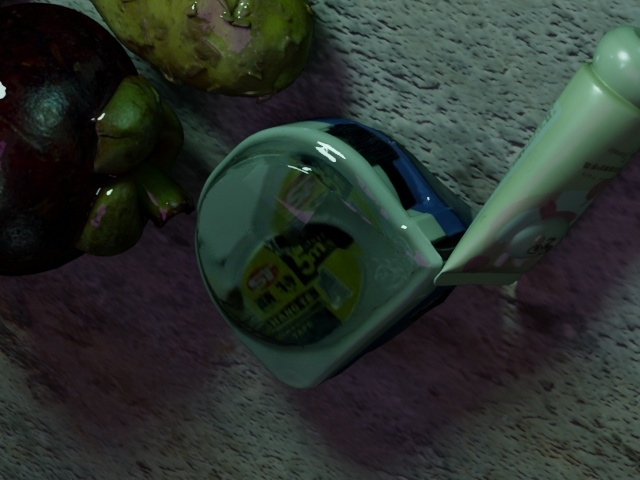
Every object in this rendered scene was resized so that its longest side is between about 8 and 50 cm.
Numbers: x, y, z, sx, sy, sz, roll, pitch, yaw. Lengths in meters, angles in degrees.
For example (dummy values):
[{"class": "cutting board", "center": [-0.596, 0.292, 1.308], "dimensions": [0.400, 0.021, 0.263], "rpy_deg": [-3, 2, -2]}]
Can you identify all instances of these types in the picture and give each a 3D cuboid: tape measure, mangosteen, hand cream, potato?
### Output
[{"class": "tape measure", "center": [0.001, 0.002, 1.721], "dimensions": [0.262, 0.138, 0.259], "rpy_deg": [49, 120, 4]}, {"class": "mangosteen", "center": [-0.300, -0.091, 1.744], "dimensions": [0.300, 0.300, 0.300], "rpy_deg": [9, 111, 24]}, {"class": "hand cream", "center": [0.231, -0.070, 1.593], "dimensions": [0.093, 0.147, 0.306], "rpy_deg": [51, 119, 28]}, {"class": "potato", "center": [-0.137, -0.256, 1.699], "dimensions": [0.298, 0.141, 0.176], "rpy_deg": [30, 108, 14]}]

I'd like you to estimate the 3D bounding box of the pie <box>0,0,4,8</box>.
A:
[{"class": "pie", "center": [-0.389, -0.323, 1.863], "dimensions": [0.170, 0.034, 0.092], "rpy_deg": [40, 116, 8]}]
